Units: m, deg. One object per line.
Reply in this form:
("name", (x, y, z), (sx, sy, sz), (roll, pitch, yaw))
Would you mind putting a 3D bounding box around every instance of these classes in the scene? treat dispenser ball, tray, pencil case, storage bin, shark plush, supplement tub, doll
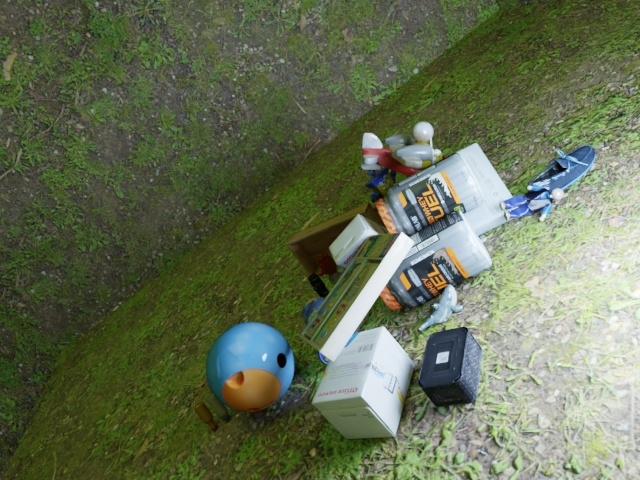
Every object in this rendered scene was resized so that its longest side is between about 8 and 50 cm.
("treat dispenser ball", (-0.230, 0.413, 1.739), (0.288, 0.288, 0.288), (-32, 23, 15))
("tray", (0.076, 0.006, 2.164), (0.411, 0.203, 0.076), (-22, 27, 33))
("pencil case", (0.022, 0.298, 1.797), (0.133, 0.119, 0.306), (-60, 21, 10))
("storage bin", (0.331, 0.319, 1.347), (0.122, 0.084, 0.180), (-21, 27, 35))
("shark plush", (0.343, 0.205, 1.566), (0.161, 0.067, 0.073), (-39, 23, -1))
("supplement tub", (0.336, 0.071, 1.648), (0.338, 0.207, 0.207), (-32, 23, 17))
("supplement tub", (0.350, -0.133, 1.727), (0.316, 0.193, 0.193), (-28, 24, 11))
("doll", (0.667, -0.116, 1.658), (0.189, 0.046, 0.129), (-19, 64, 8))

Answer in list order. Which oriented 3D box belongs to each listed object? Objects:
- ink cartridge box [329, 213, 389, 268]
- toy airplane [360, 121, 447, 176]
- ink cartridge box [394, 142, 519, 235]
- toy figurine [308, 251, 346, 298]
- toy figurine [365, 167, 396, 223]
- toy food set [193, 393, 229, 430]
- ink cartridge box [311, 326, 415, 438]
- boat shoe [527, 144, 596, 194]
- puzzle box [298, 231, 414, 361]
("ink cartridge box", (0.176, 0.034, 1.851), (0.172, 0.237, 0.100), (-49, 39, 20))
("toy airplane", (0.348, -0.361, 2.143), (0.386, 0.384, 0.272), (37, 112, 35))
("ink cartridge box", (0.465, -0.144, 1.840), (0.330, 0.071, 0.324), (-27, 53, 12))
("toy figurine", (0.079, 0.135, 2.010), (0.209, 0.148, 0.213), (-20, 26, 26))
("toy figurine", (0.242, -0.212, 2.313), (0.362, 0.217, 0.191), (-47, 24, -22))
("toy food set", (-0.324, 0.562, 1.892), (0.232, 0.104, 0.111), (-35, 1, -45))
("ink cartridge box", (0.120, 0.385, 1.424), (0.171, 0.168, 0.232), (-21, 28, 38))
("boat shoe", (0.781, -0.229, 1.706), (0.258, 0.089, 0.109), (-42, 23, -9))
("puzzle box", (0.097, 0.155, 1.576), (0.409, 0.052, 0.272), (-54, 12, -10))
